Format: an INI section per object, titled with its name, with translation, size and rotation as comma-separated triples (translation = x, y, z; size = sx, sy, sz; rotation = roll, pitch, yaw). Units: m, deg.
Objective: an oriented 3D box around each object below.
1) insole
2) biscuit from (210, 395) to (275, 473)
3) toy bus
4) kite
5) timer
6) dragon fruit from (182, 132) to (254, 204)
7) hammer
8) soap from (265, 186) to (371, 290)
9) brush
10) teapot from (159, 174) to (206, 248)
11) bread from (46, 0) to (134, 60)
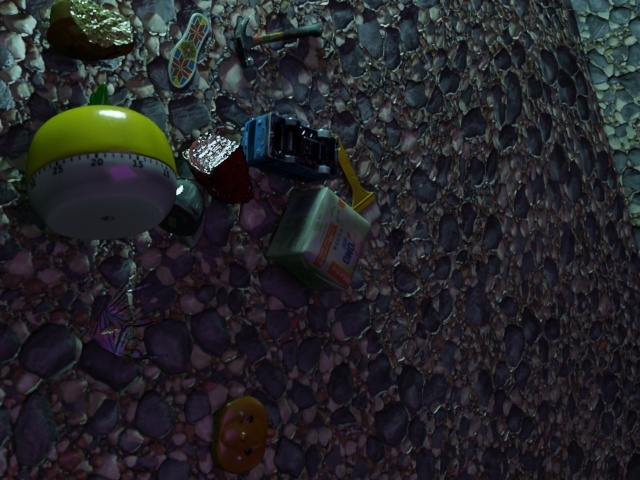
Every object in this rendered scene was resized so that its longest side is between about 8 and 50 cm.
[insole]
translation = -0.292, -0.422, 1.579
size = 0.065, 0.006, 0.194
rotation = 34, 64, -36
[biscuit]
translation = -0.164, 0.431, 1.580
size = 0.170, 0.050, 0.170
rotation = 4, 84, -43
[toy bus]
translation = -0.073, -0.212, 1.674
size = 0.234, 0.133, 0.116
rotation = 13, 77, -47
[kite]
translation = -0.387, 0.174, 1.428
size = 0.160, 0.010, 0.183
rotation = -12, 91, -39
[timer]
translation = -0.399, -0.161, 1.296
size = 0.285, 0.285, 0.285
rotation = 5, 82, -42
[dragon fruit]
translation = -0.226, -0.138, 1.553
size = 0.120, 0.127, 0.161
rotation = -45, 137, -32
[hammer]
translation = -0.096, -0.501, 1.752
size = 0.287, 0.033, 0.111
rotation = -25, 104, -42
[soap]
translation = 0.000, 0.000, 1.717
size = 0.182, 0.138, 0.200
rotation = 40, 60, -34
[brush]
translation = 0.083, -0.161, 1.897
size = 0.103, 0.013, 0.272
rotation = -39, 111, -39
[teapot]
translation = -0.276, -0.068, 1.490
size = 0.149, 0.111, 0.108
rotation = 43, 50, -28
[bread]
translation = -0.444, -0.393, 1.358
size = 0.156, 0.125, 0.086
rotation = 11, 70, -44
